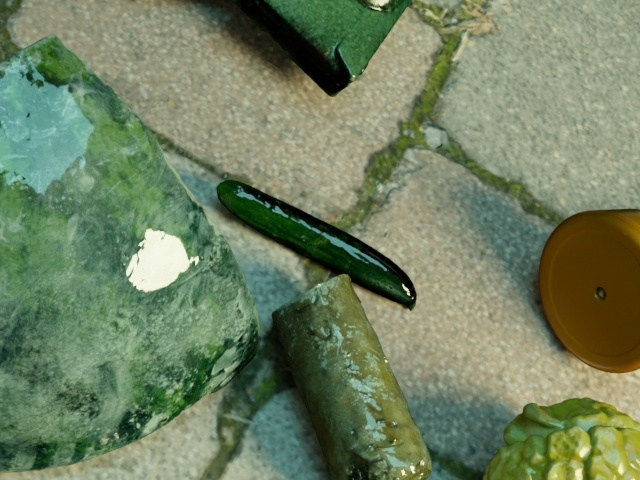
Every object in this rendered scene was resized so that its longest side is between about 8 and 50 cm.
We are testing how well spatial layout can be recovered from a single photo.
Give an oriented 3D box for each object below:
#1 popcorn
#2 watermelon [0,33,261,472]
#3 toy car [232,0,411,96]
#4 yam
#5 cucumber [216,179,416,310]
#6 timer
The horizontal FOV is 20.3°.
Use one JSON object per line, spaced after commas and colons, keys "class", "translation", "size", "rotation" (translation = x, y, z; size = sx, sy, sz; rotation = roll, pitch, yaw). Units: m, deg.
{"class": "popcorn", "translation": [0.188, 0.184, 1.313], "size": [0.141, 0.135, 0.162], "rotation": [14, 55, -22]}
{"class": "watermelon", "translation": [-0.211, 0.038, 1.268], "size": [0.289, 0.213, 0.320], "rotation": [-45, 125, -3]}
{"class": "toy car", "translation": [0.049, -0.270, 1.530], "size": [0.141, 0.097, 0.321], "rotation": [43, 54, -14]}
{"class": "yam", "translation": [0.022, 0.109, 1.327], "size": [0.078, 0.078, 0.179], "rotation": [-11, 67, -26]}
{"class": "cucumber", "translation": [0.000, 0.000, 1.409], "size": [0.184, 0.033, 0.036], "rotation": [27, 37, -6]}
{"class": "timer", "translation": [0.274, 0.026, 1.453], "size": [0.152, 0.132, 0.132], "rotation": [-16, 68, -40]}
